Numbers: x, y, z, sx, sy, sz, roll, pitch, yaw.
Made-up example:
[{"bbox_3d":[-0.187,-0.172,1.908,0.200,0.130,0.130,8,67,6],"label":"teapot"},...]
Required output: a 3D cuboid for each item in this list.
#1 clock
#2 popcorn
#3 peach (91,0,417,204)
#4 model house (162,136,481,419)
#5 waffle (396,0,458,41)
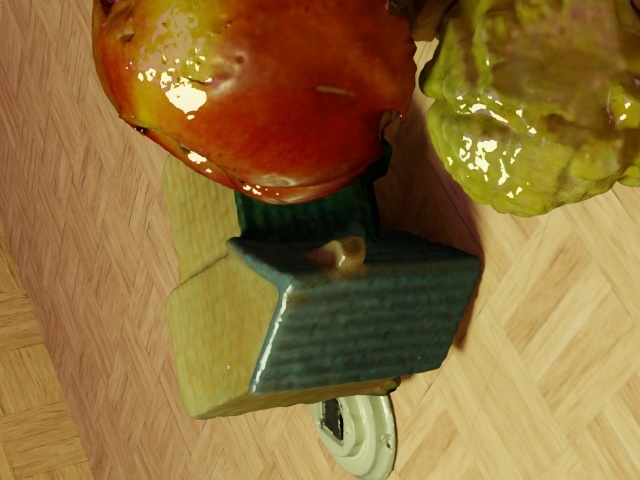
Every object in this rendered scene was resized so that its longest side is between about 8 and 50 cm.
[{"bbox_3d":[0.033,0.258,1.809,0.236,0.053,0.236,34,130,55],"label":"clock"},{"bbox_3d":[0.218,-0.128,1.120,0.212,0.259,0.259,82,169,-77],"label":"popcorn"},{"bbox_3d":[-0.040,-0.259,1.173,0.416,0.353,0.339,-58,7,1],"label":"peach"},{"bbox_3d":[0.000,0.000,1.512,0.342,0.335,0.382,-36,64,51],"label":"model house"},{"bbox_3d":[0.121,-0.368,1.258,0.327,0.098,0.224,123,129,-69],"label":"waffle"}]
